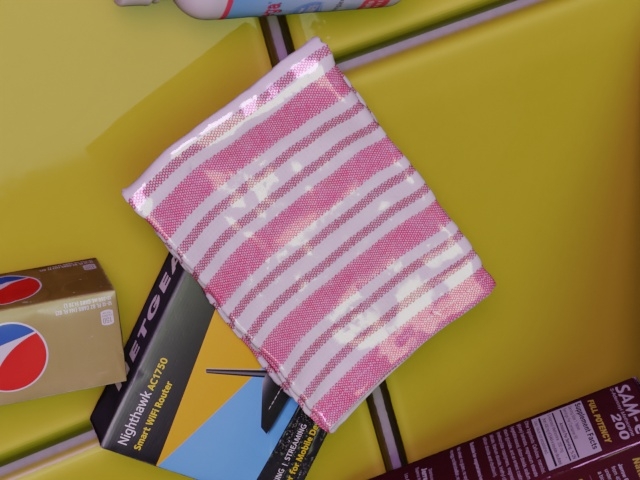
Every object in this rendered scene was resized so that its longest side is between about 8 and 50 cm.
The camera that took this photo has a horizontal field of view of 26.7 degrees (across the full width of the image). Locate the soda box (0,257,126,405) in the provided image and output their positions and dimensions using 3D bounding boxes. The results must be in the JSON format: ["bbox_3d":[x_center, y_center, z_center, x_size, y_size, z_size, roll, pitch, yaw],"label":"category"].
[{"bbox_3d":[-0.205,0.059,0.748,0.181,0.061,0.058,-11,111,-17],"label":"soda box"}]

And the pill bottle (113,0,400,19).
[{"bbox_3d":[-0.034,-0.165,0.728,0.160,0.087,0.087,-7,109,-18],"label":"pill bottle"}]

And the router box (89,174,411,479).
[{"bbox_3d":[-0.042,0.060,0.817,0.133,0.046,0.179,23,97,-24],"label":"router box"}]

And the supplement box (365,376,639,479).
[{"bbox_3d":[0.119,0.196,0.870,0.239,0.073,0.130,-22,114,7],"label":"supplement box"}]

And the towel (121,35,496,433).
[{"bbox_3d":[0.000,0.000,0.773,0.144,0.029,0.197,-41,114,-7],"label":"towel"}]
